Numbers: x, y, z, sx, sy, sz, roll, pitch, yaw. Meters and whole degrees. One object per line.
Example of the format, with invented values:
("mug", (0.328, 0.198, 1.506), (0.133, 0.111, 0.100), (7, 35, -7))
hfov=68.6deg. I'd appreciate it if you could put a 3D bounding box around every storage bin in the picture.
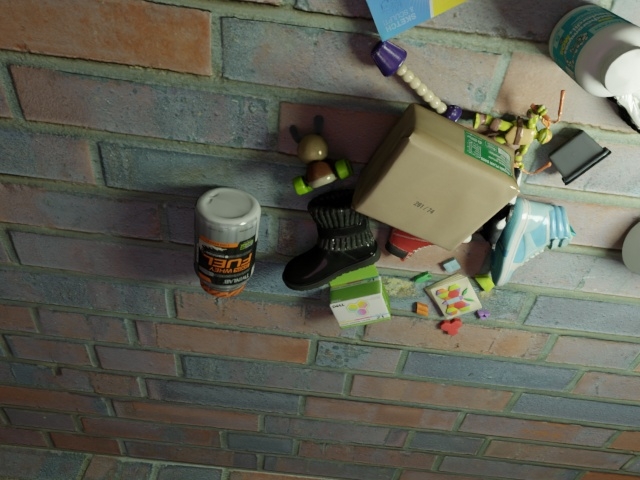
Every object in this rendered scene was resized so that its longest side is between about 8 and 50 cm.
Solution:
("storage bin", (0.692, -0.231, 1.268), (0.135, 0.098, 0.091), (-41, 88, 30))

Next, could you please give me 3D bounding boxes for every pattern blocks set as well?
("pattern blocks set", (0.471, 0.202, 1.652), (0.324, 0.026, 0.285), (39, 120, -24))

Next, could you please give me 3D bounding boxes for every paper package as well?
("paper package", (0.298, -0.158, 1.248), (0.324, 0.168, 0.309), (22, 142, -11))

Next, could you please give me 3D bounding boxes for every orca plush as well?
("orca plush", (0.488, -0.096, 1.358), (0.102, 0.151, 0.287), (10, 152, 10))

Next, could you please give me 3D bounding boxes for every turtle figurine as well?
("turtle figurine", (0.509, -0.290, 1.224), (0.217, 0.087, 0.270), (7, 145, 10))

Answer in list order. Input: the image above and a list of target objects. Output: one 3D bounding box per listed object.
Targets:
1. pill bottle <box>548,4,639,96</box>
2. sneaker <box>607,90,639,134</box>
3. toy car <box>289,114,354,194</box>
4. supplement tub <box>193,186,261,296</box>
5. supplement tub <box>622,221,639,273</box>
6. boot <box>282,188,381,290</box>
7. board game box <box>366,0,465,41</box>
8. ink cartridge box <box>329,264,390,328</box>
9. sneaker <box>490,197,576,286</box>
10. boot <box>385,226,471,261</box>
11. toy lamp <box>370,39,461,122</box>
("pill bottle", (0.610, -0.407, 1.017), (0.146, 0.264, 0.146), (1, 128, 2))
("sneaker", (0.795, -0.347, 1.160), (0.271, 0.100, 0.108), (39, 115, -23))
("toy car", (-0.014, -0.242, 1.300), (0.154, 0.149, 0.189), (-19, 96, 13))
("supplement tub", (-0.292, 0.013, 1.447), (0.193, 0.194, 0.316), (9, 128, -4))
("supplement tub", (1.077, 0.049, 1.390), (0.272, 0.191, 0.191), (15, 127, -7))
("boot", (0.000, -0.003, 1.451), (0.347, 0.131, 0.260), (-23, 131, 7))
("board game box", (0.233, -0.616, 1.005), (0.316, 0.064, 0.242), (-20, 124, 18))
("ink cartridge box", (0.117, 0.171, 1.605), (0.188, 0.097, 0.255), (-14, 127, 14))
("sneaker", (0.654, 0.023, 1.439), (0.208, 0.127, 0.319), (5, 129, 2))
("boot", (0.333, 0.004, 1.472), (0.244, 0.088, 0.176), (13, 128, 4))
("toy lamp", (0.237, -0.391, 1.174), (0.274, 0.080, 0.080), (37, 121, -23))
